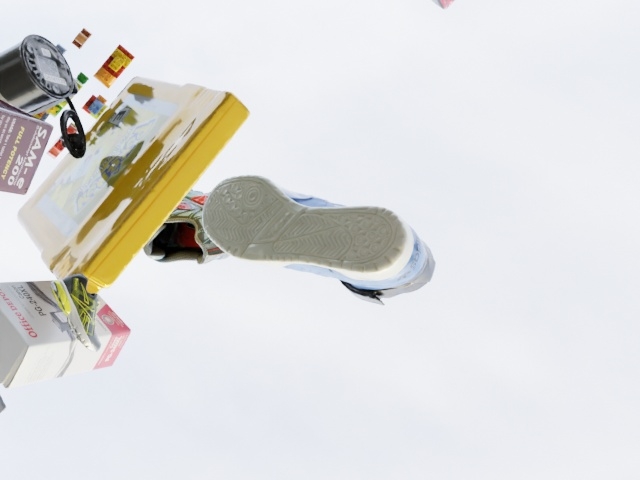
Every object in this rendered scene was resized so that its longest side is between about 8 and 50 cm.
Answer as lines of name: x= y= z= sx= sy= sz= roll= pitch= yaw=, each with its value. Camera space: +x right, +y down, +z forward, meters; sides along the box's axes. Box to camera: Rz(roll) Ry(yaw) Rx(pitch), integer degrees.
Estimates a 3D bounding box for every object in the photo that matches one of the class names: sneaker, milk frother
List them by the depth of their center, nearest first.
sneaker: x=0.000 y=0.001 z=0.401 sx=0.152 sy=0.085 sz=0.058 roll=10 pitch=-102 yaw=31
sneaker: x=-0.227 y=0.070 z=0.599 sx=0.035 sy=0.031 sz=0.083 roll=-31 pitch=-63 yaw=-29
milk frother: x=-0.383 y=-0.165 z=0.801 sx=0.135 sy=0.129 sz=0.143 roll=-17 pitch=-111 yaw=19
sneaker: x=-0.234 y=-0.028 z=0.926 sx=0.262 sy=0.125 sz=0.104 roll=10 pitch=-60 yaw=29

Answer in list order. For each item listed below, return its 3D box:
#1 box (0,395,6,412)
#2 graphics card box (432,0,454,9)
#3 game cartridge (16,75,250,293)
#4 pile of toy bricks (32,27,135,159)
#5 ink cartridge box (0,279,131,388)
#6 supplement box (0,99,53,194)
box: x=-0.370 y=0.139 z=0.361 sx=0.169 sy=0.290 sz=0.087 roll=17 pitch=-51 yaw=25
graphics card box: x=0.050 y=-0.271 z=0.192 sx=0.233 sy=0.371 sz=0.094 roll=-42 pitch=-118 yaw=12
game cartridge: x=-0.259 y=-0.089 z=0.798 sx=0.285 sy=0.053 sz=0.324 roll=-53 pitch=-145 yaw=-9
pile of toy bricks: x=-0.395 y=-0.236 z=0.981 sx=0.118 sy=0.105 sz=0.212 roll=39 pitch=-86 yaw=-25
ink cartridge box: x=-0.320 y=0.103 z=0.728 sx=0.109 sy=0.150 sz=0.063 roll=40 pitch=-74 yaw=22
supplement box: x=-0.339 y=-0.103 z=0.454 sx=0.130 sy=0.239 sz=0.073 roll=27 pitch=-83 yaw=21
